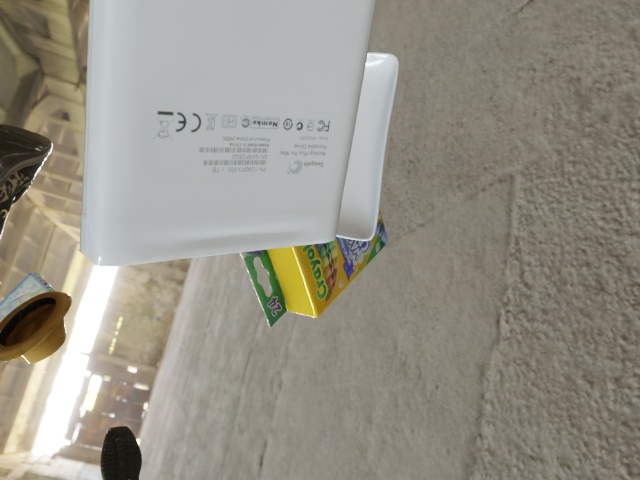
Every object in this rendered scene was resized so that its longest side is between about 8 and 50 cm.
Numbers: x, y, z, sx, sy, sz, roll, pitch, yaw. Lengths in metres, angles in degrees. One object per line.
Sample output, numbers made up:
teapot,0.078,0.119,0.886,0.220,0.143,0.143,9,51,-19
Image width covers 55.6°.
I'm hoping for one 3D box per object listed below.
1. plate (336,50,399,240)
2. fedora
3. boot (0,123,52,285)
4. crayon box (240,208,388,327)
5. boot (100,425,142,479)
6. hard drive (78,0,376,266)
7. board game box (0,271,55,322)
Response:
plate,-0.026,-0.155,0.945,0.045,0.277,0.278,-8,-73,-70
fedora,-0.582,0.190,1.246,0.194,0.194,0.079,-93,-17,-54
boot,-0.621,-0.041,1.112,0.377,0.138,0.284,-101,31,-62
crayon box,0.000,0.000,1.164,0.323,0.083,0.203,-43,-53,-38
boot,-0.390,0.464,1.134,0.137,0.077,0.198,-43,51,41
hard drive,-0.048,-0.141,0.402,0.040,0.203,0.308,26,114,44
board game box,-0.660,0.160,1.360,0.154,0.103,0.026,-44,-2,3
